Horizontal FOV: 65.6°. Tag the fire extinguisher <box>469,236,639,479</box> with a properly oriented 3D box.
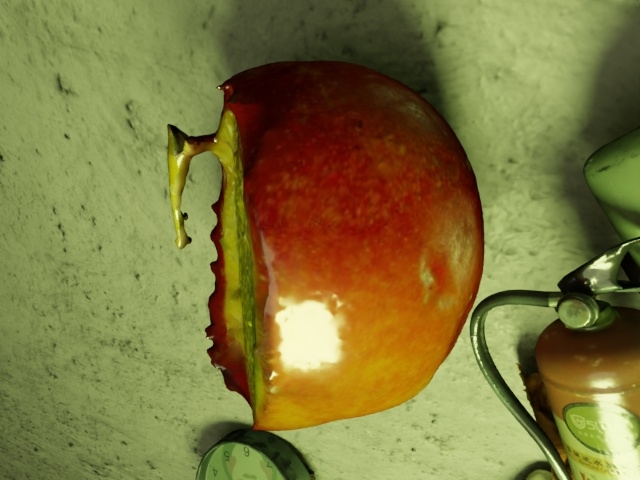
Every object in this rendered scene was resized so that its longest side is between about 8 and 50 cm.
[{"bbox_3d":[0.258,0.183,0.477,0.200,0.113,0.376,-14,100,30],"label":"fire extinguisher"}]

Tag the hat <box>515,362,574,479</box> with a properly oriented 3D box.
[{"bbox_3d":[0.406,0.255,0.630,0.233,0.244,0.233,-18,149,19],"label":"hat"}]

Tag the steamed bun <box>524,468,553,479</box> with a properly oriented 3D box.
[{"bbox_3d":[0.430,0.557,0.743,0.343,0.255,0.367,-1,119,32],"label":"steamed bun"}]

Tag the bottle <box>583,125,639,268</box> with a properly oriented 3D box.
[{"bbox_3d":[0.385,0.038,0.414,0.168,0.168,0.347,-34,82,40],"label":"bottle"}]

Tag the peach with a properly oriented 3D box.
[{"bbox_3d":[0.015,0.010,0.563,0.335,0.310,0.405,36,132,57],"label":"peach"}]

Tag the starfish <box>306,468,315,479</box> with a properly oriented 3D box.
[{"bbox_3d":[-0.038,0.550,1.140,0.078,0.028,0.091,41,134,6],"label":"starfish"}]

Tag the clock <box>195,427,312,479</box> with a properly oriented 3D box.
[{"bbox_3d":[-0.149,0.591,1.117,0.319,0.066,0.318,3,97,30],"label":"clock"}]

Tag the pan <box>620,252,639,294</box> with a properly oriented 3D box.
[{"bbox_3d":[0.402,-0.001,0.515,0.128,0.048,0.202,15,126,20],"label":"pan"}]
